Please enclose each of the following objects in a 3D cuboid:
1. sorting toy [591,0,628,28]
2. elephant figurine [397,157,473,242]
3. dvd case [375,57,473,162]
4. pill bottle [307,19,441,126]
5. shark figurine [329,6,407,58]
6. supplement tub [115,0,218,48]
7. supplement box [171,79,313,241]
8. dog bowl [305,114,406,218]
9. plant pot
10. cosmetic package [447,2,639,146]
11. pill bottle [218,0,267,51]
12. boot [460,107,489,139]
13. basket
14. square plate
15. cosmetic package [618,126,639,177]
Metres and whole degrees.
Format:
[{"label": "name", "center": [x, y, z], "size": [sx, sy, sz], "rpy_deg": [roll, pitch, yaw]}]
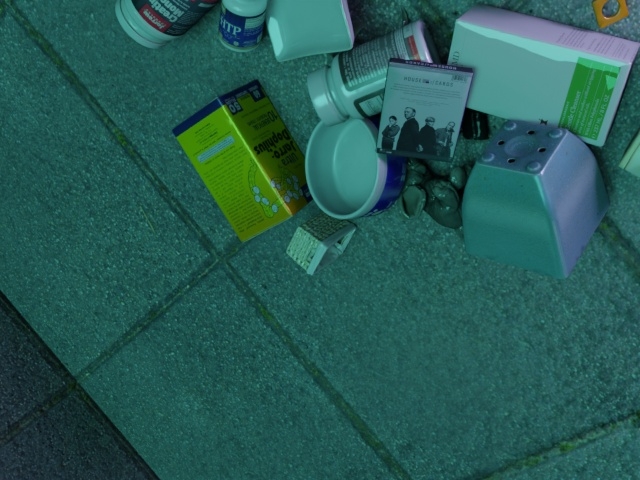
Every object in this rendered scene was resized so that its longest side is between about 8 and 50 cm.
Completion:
[{"label": "sorting toy", "center": [0.537, -0.593, 1.572], "size": [0.196, 0.047, 0.347], "rpy_deg": [-15, 121, 3]}, {"label": "elephant figurine", "center": [0.258, -0.125, 1.956], "size": [0.240, 0.185, 0.169], "rpy_deg": [10, 162, 36]}, {"label": "dvd case", "center": [0.224, -0.282, 1.742], "size": [0.180, 0.029, 0.238], "rpy_deg": [8, 133, 3]}, {"label": "pill bottle", "center": [0.124, -0.373, 1.803], "size": [0.283, 0.161, 0.161], "rpy_deg": [-18, 104, 20]}, {"label": "shark figurine", "center": [0.087, -0.458, 1.890], "size": [0.278, 0.116, 0.166], "rpy_deg": [7, 118, 28]}, {"label": "supplement tub", "center": [-0.374, -0.630, 2.008], "size": [0.272, 0.191, 0.191], "rpy_deg": [-30, 97, 36]}, {"label": "supplement box", "center": [-0.189, -0.212, 2.113], "size": [0.195, 0.194, 0.356], "rpy_deg": [-26, 100, 36]}, {"label": "dog bowl", "center": [0.084, -0.187, 1.966], "size": [0.265, 0.104, 0.264], "rpy_deg": [7, 99, 47]}, {"label": "plant pot", "center": [0.448, -0.113, 1.702], "size": [0.247, 0.247, 0.252], "rpy_deg": [16, 146, 37]}, {"label": "cosmetic package", "center": [0.465, -0.361, 1.701], "size": [0.366, 0.155, 0.196], "rpy_deg": [19, 126, 19]}, {"label": "pill bottle", "center": [-0.190, -0.569, 1.954], "size": [0.112, 0.112, 0.186], "rpy_deg": [33, 145, 11]}, {"label": "boot", "center": [0.382, -0.284, 1.854], "size": [0.121, 0.045, 0.099], "rpy_deg": [10, 116, 33]}, {"label": "basket", "center": [0.000, 0.000, 2.134], "size": [0.103, 0.167, 0.113], "rpy_deg": [37, 126, 14]}, {"label": "square plate", "center": [-0.047, -0.604, 1.851], "size": [0.347, 0.049, 0.343], "rpy_deg": [11, 120, 57]}, {"label": "cosmetic package", "center": [0.738, -0.271, 1.593], "size": [0.113, 0.160, 0.309], "rpy_deg": [31, 124, 13]}]
